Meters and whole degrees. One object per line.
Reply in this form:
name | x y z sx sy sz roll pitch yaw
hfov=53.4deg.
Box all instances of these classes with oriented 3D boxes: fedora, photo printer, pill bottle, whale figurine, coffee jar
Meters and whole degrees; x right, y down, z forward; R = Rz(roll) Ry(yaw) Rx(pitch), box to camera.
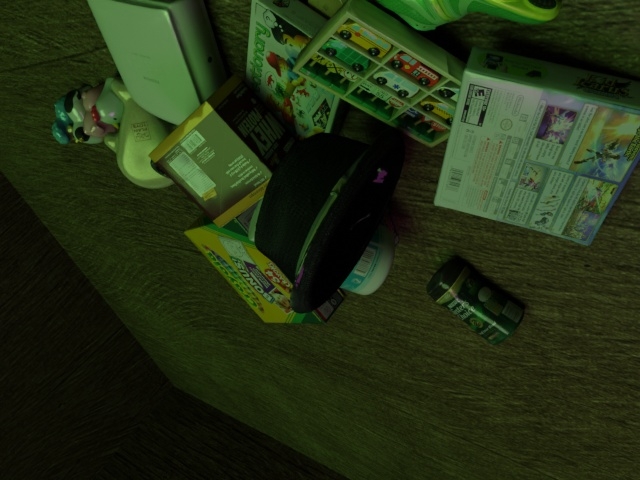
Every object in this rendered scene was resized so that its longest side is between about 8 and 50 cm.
fedora | 0.000 -0.054 1.037 0.152 0.334 0.334 29 149 16
photo printer | -0.312 -0.366 1.286 0.256 0.107 0.308 22 146 28
pill bottle | 0.000 0.000 1.217 0.264 0.146 0.146 21 156 -20
whale figurine | -0.408 -0.264 1.527 0.216 0.141 0.272 -10 113 6
coffee jar | 0.303 0.120 1.263 0.184 0.079 0.096 38 151 6

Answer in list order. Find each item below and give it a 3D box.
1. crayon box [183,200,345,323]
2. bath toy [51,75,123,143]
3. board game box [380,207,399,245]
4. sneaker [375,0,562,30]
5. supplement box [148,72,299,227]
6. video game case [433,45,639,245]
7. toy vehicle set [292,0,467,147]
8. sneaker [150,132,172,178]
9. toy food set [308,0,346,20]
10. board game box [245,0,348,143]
crayon box | -0.155 0.064 1.688 0.363 0.106 0.313 51 149 -18
bath toy | -0.583 -0.322 1.640 0.348 0.129 0.151 0 132 48
board game box | 0.060 -0.054 1.351 0.201 0.035 0.136 15 142 38
sneaker | 0.166 -0.332 0.808 0.295 0.109 0.123 24 169 25
supplement box | -0.174 -0.165 1.197 0.191 0.129 0.194 -31 110 36
video game case | 0.303 -0.123 0.896 0.244 0.061 0.270 17 146 12
toy vehicle set | 0.112 -0.237 0.938 0.266 0.035 0.166 24 156 -20
sneaker | -0.261 -0.207 1.377 0.267 0.106 0.101 -2 147 34
toy food set | 0.013 -0.368 0.994 0.083 0.020 0.082 39 151 1
board game box | -0.041 -0.279 1.122 0.193 0.053 0.305 36 155 8
